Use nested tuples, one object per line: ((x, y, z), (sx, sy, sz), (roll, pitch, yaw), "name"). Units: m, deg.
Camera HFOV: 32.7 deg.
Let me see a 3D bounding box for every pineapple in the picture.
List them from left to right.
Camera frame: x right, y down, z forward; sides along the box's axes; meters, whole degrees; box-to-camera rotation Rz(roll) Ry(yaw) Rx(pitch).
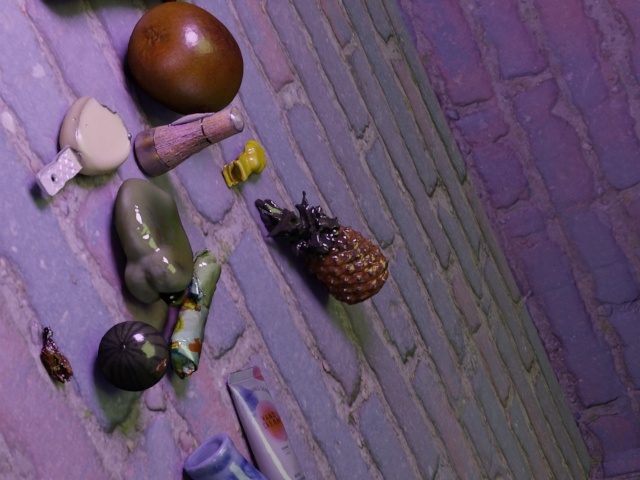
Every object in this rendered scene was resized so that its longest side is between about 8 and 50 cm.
((0.000, 0.000, 2.329), (0.340, 0.169, 0.169), (42, 36, -34), "pineapple")

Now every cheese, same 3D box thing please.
((-0.378, -0.140, 1.705), (0.127, 0.050, 0.255), (63, 24, -19), "cheese")

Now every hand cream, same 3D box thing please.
((-0.222, -0.178, 1.886), (0.084, 0.203, 0.084), (44, 37, -46), "hand cream")
((-0.077, 0.391, 1.965), (0.124, 0.078, 0.340), (-5, 73, -65), "hand cream")

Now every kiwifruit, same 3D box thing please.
((-0.239, -0.324, 1.981), (0.234, 0.196, 0.196), (42, 37, -60), "kiwifruit")

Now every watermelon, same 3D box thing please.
((-0.280, 0.167, 1.615), (0.133, 0.105, 0.105), (70, 11, -66), "watermelon")

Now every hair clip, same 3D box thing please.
((-0.150, -0.162, 2.235), (0.173, 0.046, 0.072), (-46, 119, -66), "hair clip")

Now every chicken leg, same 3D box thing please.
((-0.373, 0.163, 1.529), (0.036, 0.021, 0.083), (-35, 100, -56), "chicken leg")

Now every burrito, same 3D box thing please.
((-0.216, 0.104, 1.853), (0.288, 0.054, 0.104), (-80, 166, -49), "burrito")

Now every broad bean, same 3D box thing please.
((-0.270, 0.001, 1.787), (0.169, 0.100, 0.228), (8, 64, -72), "broad bean")

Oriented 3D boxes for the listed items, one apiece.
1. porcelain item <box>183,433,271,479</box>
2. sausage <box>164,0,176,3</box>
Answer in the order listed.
((-0.112, 0.437, 1.768), (0.259, 0.141, 0.141), (57, 26, -12), "porcelain item")
((-0.299, -0.474, 2.163), (0.028, 0.025, 0.198), (0, 72, -59), "sausage")
